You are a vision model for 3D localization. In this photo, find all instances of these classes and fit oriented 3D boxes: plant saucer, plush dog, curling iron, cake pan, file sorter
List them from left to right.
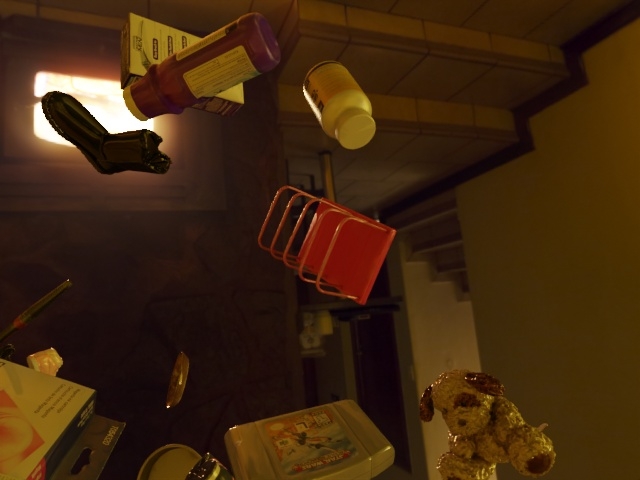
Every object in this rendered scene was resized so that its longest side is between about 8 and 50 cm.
[{"bbox_3d":[-0.726,0.201,1.073,0.035,0.274,0.068,36,171,33],"label":"curling iron"},{"bbox_3d":[-0.540,0.915,1.609,0.292,0.294,0.054,-6,162,7],"label":"cake pan"},{"bbox_3d":[-0.432,0.425,1.316,0.029,0.169,0.168,17,163,-21],"label":"plant saucer"},{"bbox_3d":[0.000,0.000,1.107,0.182,0.202,0.290,17,-171,-41],"label":"file sorter"},{"bbox_3d":[0.347,0.383,0.955,0.262,0.225,0.210,-39,179,36],"label":"plush dog"}]

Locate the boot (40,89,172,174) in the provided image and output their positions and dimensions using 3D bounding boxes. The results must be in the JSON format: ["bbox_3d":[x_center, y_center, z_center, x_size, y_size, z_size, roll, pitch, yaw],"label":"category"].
[{"bbox_3d":[-0.489,-0.252,1.017,0.207,0.094,0.247,1,142,21],"label":"boot"}]

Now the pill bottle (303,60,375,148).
[{"bbox_3d":[0.038,-0.263,0.847,0.103,0.184,0.103,-14,141,-12],"label":"pill bottle"}]

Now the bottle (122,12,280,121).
[{"bbox_3d":[-0.211,-0.292,0.753,0.282,0.092,0.118,-20,-154,14],"label":"bottle"}]

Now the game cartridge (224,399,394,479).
[{"bbox_3d":[-0.020,0.403,0.831,0.296,0.062,0.198,-5,-171,-22],"label":"game cartridge"}]

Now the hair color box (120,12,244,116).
[{"bbox_3d":[-0.404,-0.506,1.283,0.338,0.186,0.110,5,164,-39],"label":"hair color box"}]

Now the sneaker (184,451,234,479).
[{"bbox_3d":[-0.335,0.749,1.337,0.112,0.131,0.319,-45,-178,-26],"label":"sneaker"}]

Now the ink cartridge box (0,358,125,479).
[{"bbox_3d":[-0.557,0.350,0.809,0.329,0.072,0.324,22,-178,-12],"label":"ink cartridge box"}]

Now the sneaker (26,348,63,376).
[{"bbox_3d":[-0.659,0.324,1.052,0.050,0.135,0.070,14,-156,30],"label":"sneaker"}]
